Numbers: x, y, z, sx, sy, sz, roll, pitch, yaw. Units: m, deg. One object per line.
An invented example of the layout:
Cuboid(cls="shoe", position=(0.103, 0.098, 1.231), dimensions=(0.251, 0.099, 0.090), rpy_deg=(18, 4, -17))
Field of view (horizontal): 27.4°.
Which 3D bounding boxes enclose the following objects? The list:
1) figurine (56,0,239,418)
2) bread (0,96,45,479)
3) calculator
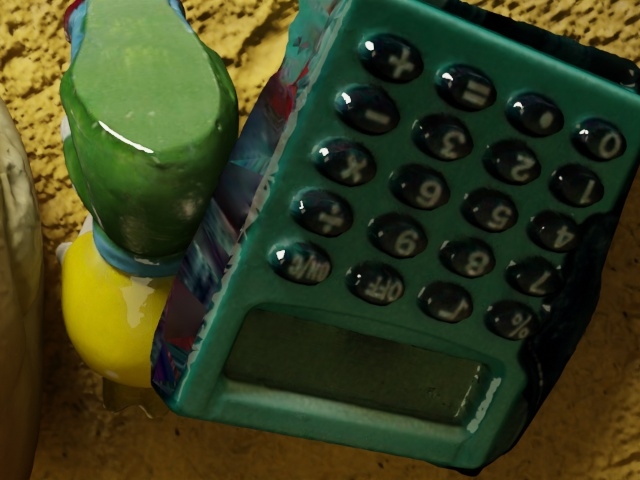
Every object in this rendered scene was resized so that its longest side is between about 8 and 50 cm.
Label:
Cuboid(cls="figurine", position=(-0.108, -0.019, 0.792), dimensions=(0.127, 0.185, 0.234), rpy_deg=(-17, 142, -14))
Cuboid(cls="bread", position=(-0.348, 0.027, 0.769), dimensions=(0.376, 0.253, 0.348), rpy_deg=(-3, 99, 9))
Cuboid(cls="calculator", position=(0.058, 0.002, 0.729), dimensions=(0.248, 0.058, 0.274), rpy_deg=(16, 106, -33))
